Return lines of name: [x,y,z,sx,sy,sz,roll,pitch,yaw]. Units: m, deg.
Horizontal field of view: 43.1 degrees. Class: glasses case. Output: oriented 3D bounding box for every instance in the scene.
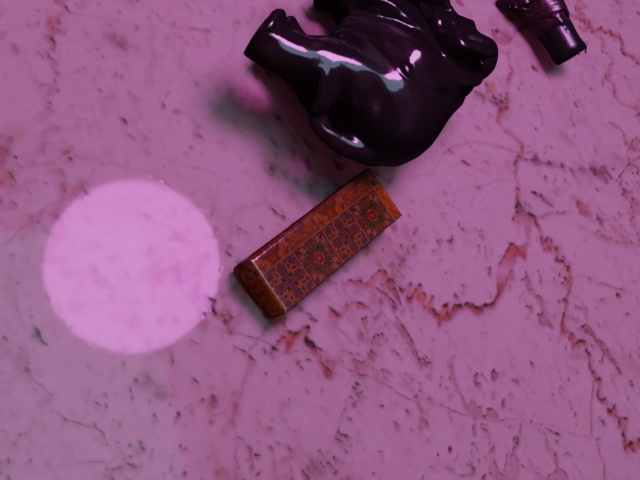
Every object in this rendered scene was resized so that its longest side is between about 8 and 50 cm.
glasses case: [0.000,0.000,0.966,0.218,0.049,0.075,-39,98,-34]

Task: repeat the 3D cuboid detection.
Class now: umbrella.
umbrella: [0.323,-0.425,1.288,0.094,0.090,0.326,-26,84,-37]

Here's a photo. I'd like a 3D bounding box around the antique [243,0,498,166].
antique: [0.074,-0.229,1.026,0.255,0.185,0.322,36,58,-2]
